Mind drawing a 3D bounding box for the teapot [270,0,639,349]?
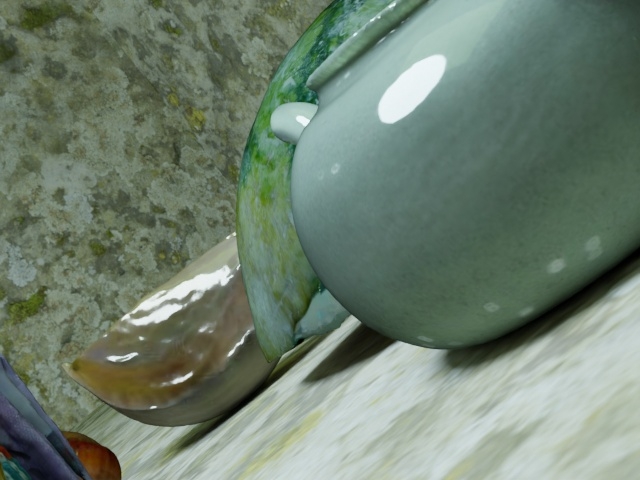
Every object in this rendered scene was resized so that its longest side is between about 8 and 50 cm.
[{"bbox_3d":[0.071,-0.050,0.498,0.193,0.129,0.294,-41,3,-26],"label":"teapot"}]

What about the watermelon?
[{"bbox_3d":[0.066,-0.052,0.709,0.305,0.180,0.224,-31,51,45],"label":"watermelon"}]

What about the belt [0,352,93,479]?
[{"bbox_3d":[-0.271,0.195,0.683,0.295,0.160,0.207,-39,2,-5],"label":"belt"}]

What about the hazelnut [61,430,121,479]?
[{"bbox_3d":[-0.181,0.172,0.875,0.086,0.086,0.086,-38,2,2],"label":"hazelnut"}]

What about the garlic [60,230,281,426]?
[{"bbox_3d":[-0.080,0.070,0.899,0.195,0.101,0.087,-37,-2,8],"label":"garlic"}]

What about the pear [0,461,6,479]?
[{"bbox_3d":[-0.219,0.114,0.386,0.271,0.271,0.271,-38,2,2],"label":"pear"}]
